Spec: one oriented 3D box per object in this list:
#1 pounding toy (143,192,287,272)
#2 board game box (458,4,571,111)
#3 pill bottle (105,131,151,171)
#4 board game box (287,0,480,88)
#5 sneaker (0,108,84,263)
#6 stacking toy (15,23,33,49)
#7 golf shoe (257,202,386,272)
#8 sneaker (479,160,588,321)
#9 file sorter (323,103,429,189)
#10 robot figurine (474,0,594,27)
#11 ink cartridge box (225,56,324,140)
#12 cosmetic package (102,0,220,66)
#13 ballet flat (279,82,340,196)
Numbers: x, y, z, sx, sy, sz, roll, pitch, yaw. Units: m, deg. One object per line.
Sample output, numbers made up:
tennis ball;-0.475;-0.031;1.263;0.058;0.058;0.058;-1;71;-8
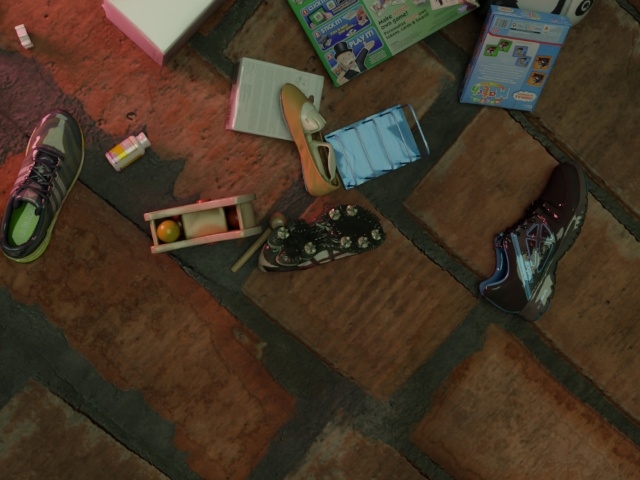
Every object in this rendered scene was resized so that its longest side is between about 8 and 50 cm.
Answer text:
pounding toy;-0.187;-0.005;1.799;0.270;0.154;0.154;-11;95;-9
board game box;0.380;-0.357;1.876;0.160;0.039;0.211;6;134;-11
pill bottle;-0.367;-0.171;1.813;0.083;0.043;0.043;-35;98;-7
board game box;0.117;-0.464;1.823;0.317;0.046;0.213;-27;97;17
sneaker;-0.515;-0.098;1.751;0.111;0.121;0.299;16;90;-11
stacking toy;-0.650;-0.423;1.745;0.167;0.052;0.221;-24;96;-8
golf shoe;0.000;0.000;1.867;0.273;0.120;0.105;-10;72;-31
sneaker;0.438;-0.011;1.928;0.140;0.125;0.340;20;87;-6
file sorter;0.114;-0.186;1.869;0.170;0.104;0.118;-24;97;-9
robot figurine;0.406;-0.509;1.868;0.278;0.209;0.173;9;52;-10
ink cartridge box;-0.090;-0.273;1.870;0.179;0.045;0.145;8;91;-29
cosmetic package;-0.224;-0.510;1.746;0.155;0.197;0.365;42;87;-10
ballet flat;-0.012;-0.200;1.847;0.080;0.073;0.232;-40;118;-50
